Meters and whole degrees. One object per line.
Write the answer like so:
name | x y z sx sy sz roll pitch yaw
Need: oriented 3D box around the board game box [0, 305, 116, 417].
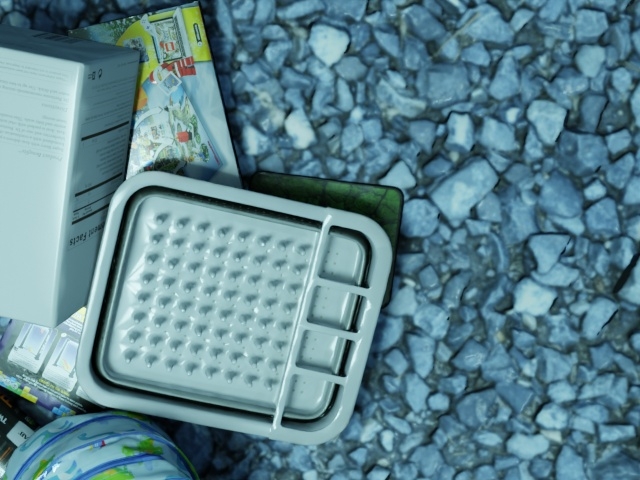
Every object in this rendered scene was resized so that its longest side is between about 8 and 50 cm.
board game box | -0.305 0.140 1.547 0.170 0.048 0.141 28 96 -2

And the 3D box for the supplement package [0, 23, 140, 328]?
supplement package | -0.327 -0.078 1.407 0.177 0.175 0.293 13 105 9

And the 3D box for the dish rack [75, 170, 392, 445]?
dish rack | -0.103 0.076 1.486 0.333 0.072 0.285 12 100 -11

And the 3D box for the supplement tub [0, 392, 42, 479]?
supplement tub | -0.420 0.234 1.531 0.190 0.117 0.117 41 98 -4

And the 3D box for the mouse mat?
mouse mat | 0.000 0.000 1.534 0.189 0.007 0.153 7 98 3

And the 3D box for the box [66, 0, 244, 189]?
box | -0.193 -0.151 1.494 0.159 0.044 0.233 -12 99 2

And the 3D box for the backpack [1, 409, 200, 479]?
backpack | -0.232 0.370 1.456 0.290 0.273 0.356 -12 94 -18
